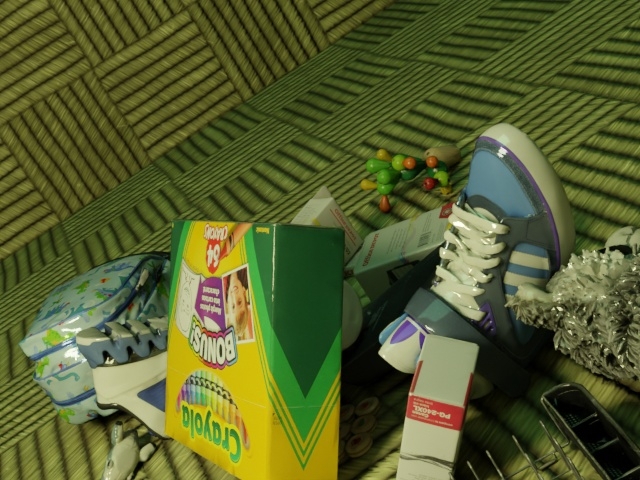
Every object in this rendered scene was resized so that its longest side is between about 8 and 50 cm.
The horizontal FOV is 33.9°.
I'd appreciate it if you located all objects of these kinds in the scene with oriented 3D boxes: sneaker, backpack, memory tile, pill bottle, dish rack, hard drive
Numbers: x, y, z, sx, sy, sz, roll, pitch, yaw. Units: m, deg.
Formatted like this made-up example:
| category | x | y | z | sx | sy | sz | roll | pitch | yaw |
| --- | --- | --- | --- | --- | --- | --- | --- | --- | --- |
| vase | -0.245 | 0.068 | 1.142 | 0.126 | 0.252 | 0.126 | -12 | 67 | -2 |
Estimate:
| category | x | y | z | sx | sy | sz | roll | pitch | yaw |
| --- | --- | --- | --- | --- | --- | --- | --- | --- | --- |
| sneaker | 0.165 | 0.051 | 1.201 | 0.236 | 0.322 | 0.130 | -31 | 39 | -20 |
| backpack | -0.369 | 0.165 | 1.826 | 0.290 | 0.273 | 0.355 | -17 | 37 | 17 |
| memory tile | 0.008 | 0.257 | 1.379 | 0.148 | 0.012 | 0.113 | -22 | 23 | 24 |
| pill bottle | -0.036 | 0.132 | 1.500 | 0.119 | 0.119 | 0.208 | -47 | 3 | -35 |
| dish rack | 0.186 | 0.272 | 1.021 | 0.272 | 0.074 | 0.208 | -31 | 20 | 2 |
| sneaker | -0.219 | 0.210 | 1.648 | 0.316 | 0.182 | 0.127 | -6 | 12 | -19 |
| hard drive | 0.124 | 0.093 | 1.425 | 0.255 | 0.054 | 0.172 | -44 | 10 | 39 |

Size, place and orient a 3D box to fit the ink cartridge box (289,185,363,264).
| category | x | y | z | sx | sy | sz | roll | pitch | yaw |
| --- | --- | --- | --- | --- | --- | --- | --- | --- | --- |
| ink cartridge box | 0.000 | 0.000 | 1.769 | 0.062 | 0.104 | 0.181 | -1 | 42 | 50 |

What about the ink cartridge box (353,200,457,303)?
| category | x | y | z | sx | sy | sz | roll | pitch | yaw |
| --- | --- | --- | --- | --- | --- | --- | --- | --- | --- |
| ink cartridge box | 0.153 | 0.020 | 1.625 | 0.175 | 0.072 | 0.127 | -21 | 24 | 26 |

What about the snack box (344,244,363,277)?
| category | x | y | z | sx | sy | sz | roll | pitch | yaw |
| --- | --- | --- | --- | --- | --- | --- | --- | --- | --- |
| snack box | 0.016 | 0.046 | 1.823 | 0.178 | 0.022 | 0.064 | -15 | 29 | 36 |

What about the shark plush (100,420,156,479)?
| category | x | y | z | sx | sy | sz | roll | pitch | yaw |
| --- | --- | --- | --- | --- | --- | --- | --- | --- | --- |
| shark plush | -0.305 | 0.353 | 1.584 | 0.067 | 0.073 | 0.161 | -38 | 32 | 45 |

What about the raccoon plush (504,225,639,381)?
| category | x | y | z | sx | sy | sz | roll | pitch | yaw |
| --- | --- | --- | --- | --- | --- | --- | --- | --- | --- |
| raccoon plush | 0.315 | 0.134 | 0.997 | 0.299 | 0.216 | 0.446 | -26 | 21 | 36 |

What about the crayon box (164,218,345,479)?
| category | x | y | z | sx | sy | sz | roll | pitch | yaw |
| --- | --- | --- | --- | --- | --- | --- | --- | --- | --- |
| crayon box | -0.099 | 0.131 | 1.374 | 0.106 | 0.313 | 0.363 | 3 | 0 | -27 |

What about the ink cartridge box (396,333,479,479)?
| category | x | y | z | sx | sy | sz | roll | pitch | yaw |
| --- | --- | --- | --- | --- | --- | --- | --- | --- | --- |
| ink cartridge box | 0.126 | 0.197 | 1.147 | 0.063 | 0.150 | 0.109 | 12 | 33 | 9 |

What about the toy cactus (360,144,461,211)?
| category | x | y | z | sx | sy | sz | roll | pitch | yaw |
| --- | --- | --- | --- | --- | --- | --- | --- | --- | --- |
| toy cactus | 0.183 | -0.125 | 1.905 | 0.181 | 0.112 | 0.219 | -21 | 11 | -30 |

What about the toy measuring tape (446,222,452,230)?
| category | x | y | z | sx | sy | sz | roll | pitch | yaw |
| --- | --- | --- | --- | --- | --- | --- | --- | --- | --- |
| toy measuring tape | 0.302 | 0.015 | 1.405 | 0.121 | 0.121 | 0.330 | -41 | 36 | -24 |
